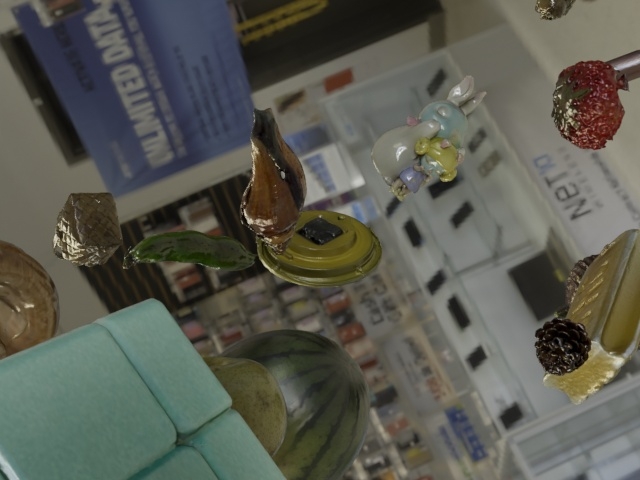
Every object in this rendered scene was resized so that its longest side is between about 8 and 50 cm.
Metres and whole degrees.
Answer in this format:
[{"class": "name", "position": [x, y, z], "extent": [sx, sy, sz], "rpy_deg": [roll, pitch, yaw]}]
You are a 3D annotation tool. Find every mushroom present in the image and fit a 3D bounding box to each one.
[{"class": "mushroom", "position": [-0.437, 0.119, 1.203], "extent": [0.146, 0.278, 0.278], "rpy_deg": [40, 157, 42]}]

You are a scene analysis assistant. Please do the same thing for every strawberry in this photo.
[{"class": "strawberry", "position": [0.409, -0.208, 1.544], "extent": [0.145, 0.086, 0.145], "rpy_deg": [173, 90, -73]}]

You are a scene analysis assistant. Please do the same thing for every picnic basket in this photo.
[{"class": "picnic basket", "position": [-0.477, -0.011, 2.033], "extent": [0.178, 0.128, 0.137], "rpy_deg": [-49, 52, 55]}]

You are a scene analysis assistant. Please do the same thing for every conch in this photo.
[{"class": "conch", "position": [-0.059, -0.067, 1.330], "extent": [0.080, 0.086, 0.232], "rpy_deg": [52, 141, 33]}]

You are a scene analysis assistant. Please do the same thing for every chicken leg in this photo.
[{"class": "chicken leg", "position": [0.510, -0.524, 2.065], "extent": [0.069, 0.198, 0.085], "rpy_deg": [33, 158, 30]}]

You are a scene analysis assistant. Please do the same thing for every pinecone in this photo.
[{"class": "pinecone", "position": [0.320, 0.141, 1.330], "extent": [0.077, 0.077, 0.083], "rpy_deg": [66, -161, 2]}]

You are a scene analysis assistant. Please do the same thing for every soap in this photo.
[{"class": "soap", "position": [0.476, 0.125, 1.672], "extent": [0.089, 0.274, 0.173], "rpy_deg": [32, 141, 1]}]

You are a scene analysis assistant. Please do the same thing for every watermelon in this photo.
[{"class": "watermelon", "position": [-0.086, 0.301, 1.607], "extent": [0.279, 0.359, 0.279], "rpy_deg": [47, -164, -18]}]

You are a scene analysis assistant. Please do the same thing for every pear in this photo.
[{"class": "pear", "position": [-0.116, 0.203, 1.127], "extent": [0.167, 0.167, 0.136], "rpy_deg": [-160, 47, -81]}]

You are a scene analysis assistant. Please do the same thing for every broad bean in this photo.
[{"class": "broad bean", "position": [-0.205, 0.016, 1.615], "extent": [0.046, 0.255, 0.065], "rpy_deg": [-16, 75, 49]}]

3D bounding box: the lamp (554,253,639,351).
[{"class": "lamp", "position": [0.622, 0.138, 2.145], "extent": [0.247, 0.247, 0.246], "rpy_deg": [156, 90, -84]}]

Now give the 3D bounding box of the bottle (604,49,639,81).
[{"class": "bottle", "position": [0.568, -0.325, 1.945], "extent": [0.053, 0.140, 0.053], "rpy_deg": [-20, -90, -79]}]

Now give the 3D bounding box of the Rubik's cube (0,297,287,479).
[{"class": "Rubik's cube", "position": [-0.196, 0.273, 0.659], "extent": [0.316, 0.319, 0.322], "rpy_deg": [53, -158, 4]}]

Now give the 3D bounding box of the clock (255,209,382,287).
[{"class": "clock", "position": [0.000, 0.000, 1.846], "extent": [0.237, 0.237, 0.057], "rpy_deg": [-121, 27, -51]}]

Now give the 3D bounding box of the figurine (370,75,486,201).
[{"class": "figurine", "position": [0.214, -0.190, 1.854], "extent": [0.127, 0.235, 0.155], "rpy_deg": [44, -160, -21]}]
